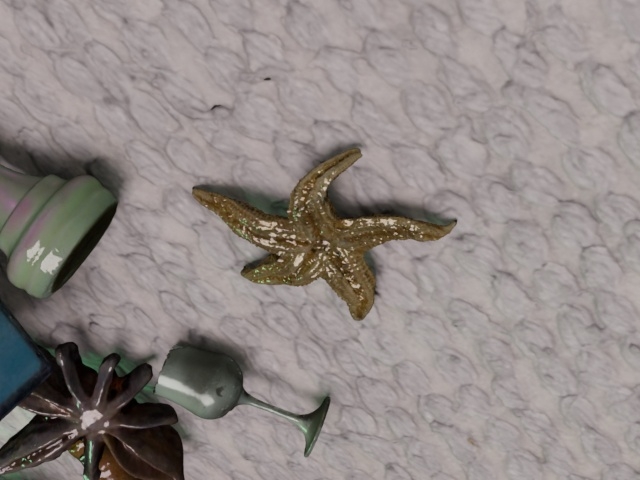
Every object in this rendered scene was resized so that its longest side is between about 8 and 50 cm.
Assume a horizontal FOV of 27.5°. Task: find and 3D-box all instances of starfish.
[{"bbox_3d":[0.000,0.000,1.337,0.277,0.062,0.236,4,138,9],"label":"starfish"}]

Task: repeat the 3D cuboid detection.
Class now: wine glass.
[{"bbox_3d":[-0.092,0.180,1.503,0.195,0.079,0.079,22,134,-3],"label":"wine glass"}]

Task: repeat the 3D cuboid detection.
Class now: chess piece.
[{"bbox_3d":[-0.353,-0.069,1.350,0.271,0.139,0.139,37,133,0],"label":"chess piece"}]

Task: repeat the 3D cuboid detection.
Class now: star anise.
[{"bbox_3d":[-0.284,0.205,1.567,0.257,0.110,0.198,5,114,-2],"label":"star anise"}]

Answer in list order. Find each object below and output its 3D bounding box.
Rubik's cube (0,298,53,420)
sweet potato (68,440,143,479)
[{"bbox_3d":[-0.562,0.135,1.371,0.359,0.363,0.362,51,139,-11],"label":"Rubik's cube"},{"bbox_3d":[-0.199,0.381,1.708,0.385,0.109,0.109,44,129,-17],"label":"sweet potato"}]
